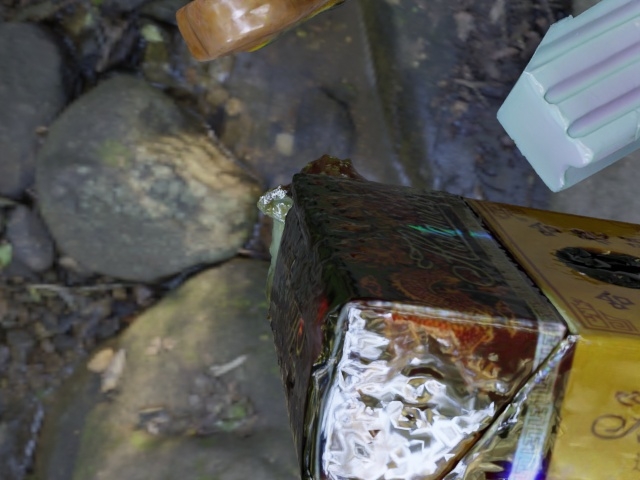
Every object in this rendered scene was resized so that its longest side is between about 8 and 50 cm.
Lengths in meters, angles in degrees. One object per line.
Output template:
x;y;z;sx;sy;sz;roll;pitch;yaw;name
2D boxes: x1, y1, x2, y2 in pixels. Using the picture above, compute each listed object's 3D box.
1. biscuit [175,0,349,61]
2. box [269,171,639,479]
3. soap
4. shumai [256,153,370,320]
0.046;-0.179;0.741;0.202;0.334;0.047;-23;104;25;biscuit
0.180;0.069;0.791;0.415;0.264;0.116;9;107;-9;box
0.299;-0.165;1.326;0.145;0.230;0.091;57;155;12;soap
-0.003;0.005;1.344;0.184;0.142;0.184;-24;40;22;shumai
